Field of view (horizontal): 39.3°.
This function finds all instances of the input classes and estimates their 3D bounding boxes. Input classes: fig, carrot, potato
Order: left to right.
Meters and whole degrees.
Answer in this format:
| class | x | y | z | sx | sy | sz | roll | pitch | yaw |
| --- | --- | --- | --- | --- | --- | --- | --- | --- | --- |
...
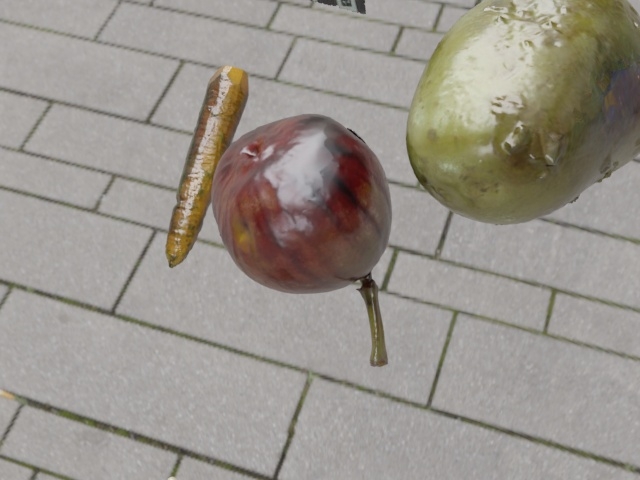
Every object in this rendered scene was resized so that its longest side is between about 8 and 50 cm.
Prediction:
| class | x | y | z | sx | sy | sz | roll | pitch | yaw |
| --- | --- | --- | --- | --- | --- | --- | --- | --- | --- |
| carrot | -0.169 | -0.107 | 1.318 | 0.066 | 0.066 | 0.314 | 12 | 77 | 10 |
| fig | 0.006 | -0.016 | 0.958 | 0.186 | 0.249 | 0.203 | -53 | 31 | -4 |
| potato | 0.201 | -0.130 | 0.825 | 0.173 | 0.210 | 0.307 | 5 | 33 | 46 |

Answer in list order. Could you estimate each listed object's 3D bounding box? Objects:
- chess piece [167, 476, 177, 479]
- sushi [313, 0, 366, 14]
| class | x | y | z | sx | sy | sz | roll | pitch | yaw |
| --- | --- | --- | --- | --- | --- | --- | --- | --- | --- |
| chess piece | -0.234 | 0.372 | 1.273 | 0.092 | 0.035 | 0.035 | -48 | 62 | 10 |
| sushi | -0.012 | -0.355 | 1.067 | 0.200 | 0.031 | 0.139 | 1 | 77 | -39 |
